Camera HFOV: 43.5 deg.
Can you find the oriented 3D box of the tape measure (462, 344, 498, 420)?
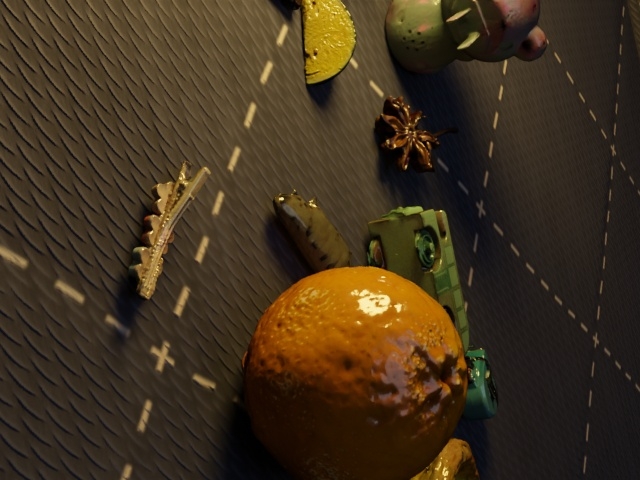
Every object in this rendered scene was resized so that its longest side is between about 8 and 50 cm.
[{"bbox_3d":[0.319,0.303,1.650,0.125,0.081,0.146,-52,127,-63],"label":"tape measure"}]

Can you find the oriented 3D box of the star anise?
[{"bbox_3d":[0.196,-0.195,1.604,0.234,0.073,0.177,20,58,-30],"label":"star anise"}]

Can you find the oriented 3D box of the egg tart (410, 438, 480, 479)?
[{"bbox_3d":[0.209,0.495,1.428,0.294,0.123,0.294,-3,90,-65],"label":"egg tart"}]

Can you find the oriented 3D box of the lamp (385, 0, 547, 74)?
[{"bbox_3d":[0.271,-0.434,1.574,0.247,0.301,0.247,-42,114,-43],"label":"lamp"}]

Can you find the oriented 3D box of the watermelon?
[{"bbox_3d":[0.022,-0.365,1.432,0.092,0.075,0.182,7,79,-46],"label":"watermelon"}]

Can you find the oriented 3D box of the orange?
[{"bbox_3d":[0.062,0.205,1.188,0.340,0.293,0.341,10,76,-48],"label":"orange"}]

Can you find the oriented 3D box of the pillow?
[{"bbox_3d":[0.001,0.000,1.348,0.241,0.051,0.093,55,50,-26],"label":"pillow"}]

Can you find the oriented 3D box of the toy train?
[{"bbox_3d":[0.187,0.095,1.501,0.159,0.129,0.327,-16,94,-57],"label":"toy train"}]

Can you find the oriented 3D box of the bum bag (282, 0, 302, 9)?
[{"bbox_3d":[-0.082,-0.482,1.375,0.159,0.026,0.109,33,57,-36],"label":"bum bag"}]

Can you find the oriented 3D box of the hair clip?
[{"bbox_3d":[-0.216,-0.019,1.092,0.062,0.056,0.214,54,52,-51],"label":"hair clip"}]
